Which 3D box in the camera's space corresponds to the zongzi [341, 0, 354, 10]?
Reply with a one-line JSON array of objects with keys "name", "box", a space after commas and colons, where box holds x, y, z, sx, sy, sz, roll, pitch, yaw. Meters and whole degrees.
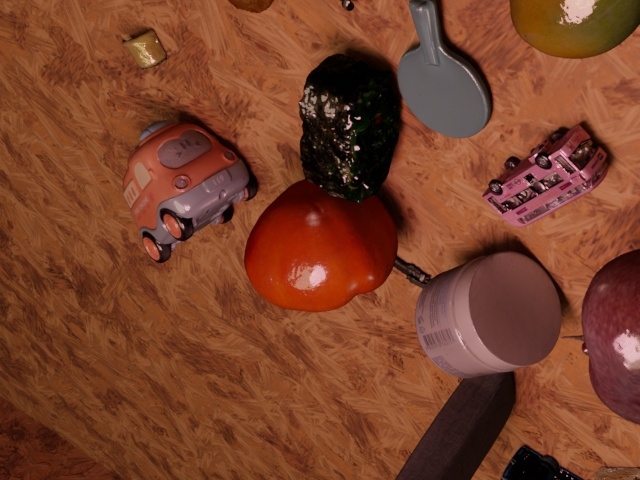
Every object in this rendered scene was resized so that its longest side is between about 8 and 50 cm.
[{"name": "zongzi", "box": [-0.034, -0.474, 1.365, 0.418, 0.181, 0.447, -12, 121, 54]}]

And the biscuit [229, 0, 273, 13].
[{"name": "biscuit", "box": [-0.133, -0.419, 1.650, 0.188, 0.027, 0.188, 41, 158, 20]}]

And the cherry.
[{"name": "cherry", "box": [0.466, 0.129, 1.453, 0.307, 0.221, 0.261, 8, 143, 26]}]

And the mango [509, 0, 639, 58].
[{"name": "mango", "box": [0.300, -0.301, 1.235, 0.156, 0.114, 0.251, 46, 150, 11]}]

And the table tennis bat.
[{"name": "table tennis bat", "box": [0.161, -0.237, 1.545, 0.149, 0.038, 0.237, 19, 145, 37]}]

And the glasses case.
[{"name": "glasses case", "box": [0.222, 0.345, 1.871, 0.074, 0.323, 0.131, 22, 145, 29]}]

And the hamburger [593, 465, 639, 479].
[{"name": "hamburger", "box": [0.517, 0.426, 1.891, 0.121, 0.054, 0.084, -22, 108, 48]}]

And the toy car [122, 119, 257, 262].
[{"name": "toy car", "box": [-0.263, -0.107, 2.055, 0.212, 0.180, 0.270, 55, 149, 1]}]

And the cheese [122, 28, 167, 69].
[{"name": "cheese", "box": [-0.316, -0.332, 1.966, 0.084, 0.041, 0.060, 3, 132, 45]}]

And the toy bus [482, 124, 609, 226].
[{"name": "toy bus", "box": [0.305, -0.085, 1.531, 0.090, 0.063, 0.203, 44, 151, -5]}]

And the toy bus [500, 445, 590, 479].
[{"name": "toy bus", "box": [0.415, 0.460, 2.008, 0.184, 0.090, 0.106, 29, 147, 23]}]

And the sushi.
[{"name": "sushi", "box": [0.047, -0.163, 1.674, 0.127, 0.124, 0.225, 27, 138, 25]}]

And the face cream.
[{"name": "face cream", "box": [0.253, 0.116, 1.712, 0.177, 0.177, 0.153, 49, 150, -8]}]

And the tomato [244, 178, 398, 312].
[{"name": "tomato", "box": [0.003, 0.000, 1.801, 0.259, 0.260, 0.180, 9, 130, 43]}]

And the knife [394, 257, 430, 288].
[{"name": "knife", "box": [0.156, 0.058, 1.902, 0.222, 0.021, 0.045, 41, 145, 8]}]
